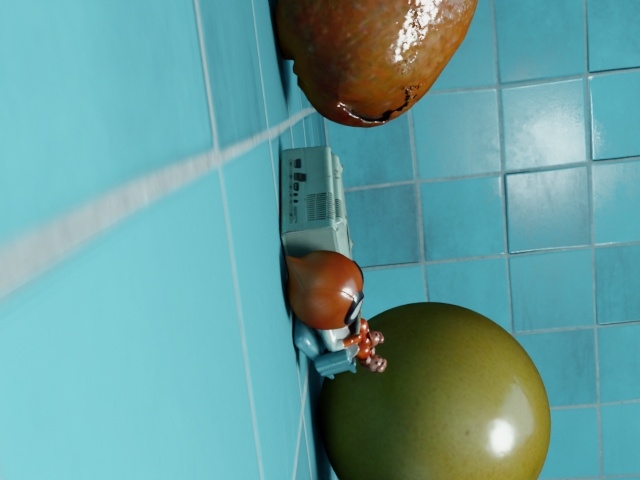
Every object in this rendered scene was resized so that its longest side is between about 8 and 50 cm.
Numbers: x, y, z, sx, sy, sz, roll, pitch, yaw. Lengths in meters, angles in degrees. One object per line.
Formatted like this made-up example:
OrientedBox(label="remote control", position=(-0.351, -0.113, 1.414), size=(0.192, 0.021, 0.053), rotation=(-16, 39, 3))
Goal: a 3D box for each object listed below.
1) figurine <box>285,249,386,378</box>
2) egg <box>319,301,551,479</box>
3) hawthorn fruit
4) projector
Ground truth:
OrientedBox(label="figurine", position=(0.008, 0.061, 0.631), size=(0.068, 0.075, 0.140), rotation=(-90, 163, -49))
OrientedBox(label="egg", position=(0.123, 0.194, 0.823), size=(0.322, 0.250, 0.250), rotation=(147, -63, -89))
OrientedBox(label="hawthorn fruit", position=(0.078, -0.268, 0.771), size=(0.211, 0.299, 0.211), rotation=(40, 19, -16))
OrientedBox(label="projector", position=(0.000, 0.000, 0.694), size=(0.147, 0.061, 0.115), rotation=(80, 7, -47))
